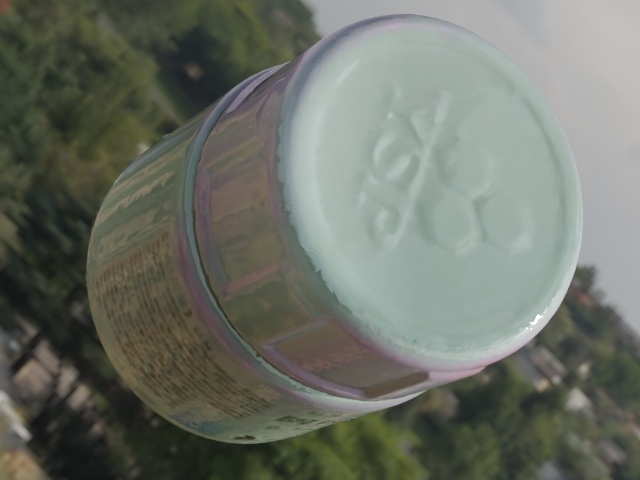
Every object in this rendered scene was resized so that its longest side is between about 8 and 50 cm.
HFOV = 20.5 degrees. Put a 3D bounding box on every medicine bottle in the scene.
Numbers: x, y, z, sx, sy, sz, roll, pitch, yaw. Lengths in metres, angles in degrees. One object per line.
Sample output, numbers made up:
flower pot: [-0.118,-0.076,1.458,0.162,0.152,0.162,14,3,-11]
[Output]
medicine bottle: [0.000,0.000,0.651,0.135,0.135,0.168,45,-30,-10]
